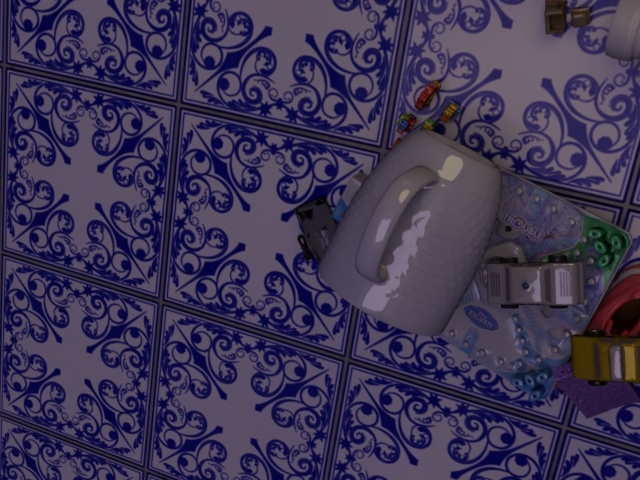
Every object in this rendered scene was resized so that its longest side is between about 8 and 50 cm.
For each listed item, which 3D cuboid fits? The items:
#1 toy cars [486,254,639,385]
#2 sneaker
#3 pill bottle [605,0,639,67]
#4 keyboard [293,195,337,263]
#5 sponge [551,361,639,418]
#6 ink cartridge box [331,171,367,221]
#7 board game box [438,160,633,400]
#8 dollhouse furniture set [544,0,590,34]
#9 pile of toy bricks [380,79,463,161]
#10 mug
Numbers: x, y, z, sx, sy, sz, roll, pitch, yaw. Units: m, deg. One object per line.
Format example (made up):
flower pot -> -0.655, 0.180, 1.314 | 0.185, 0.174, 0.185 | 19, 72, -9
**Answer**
toy cars -> 0.463, 0.147, 1.510 | 0.394, 0.087, 0.176 | 42, 111, 21
sneaker -> 0.547, 0.185, 1.619 | 0.116, 0.136, 0.313 | 35, 115, 10
pill bottle -> 0.653, -0.333, 1.403 | 0.302, 0.169, 0.169 | 23, 112, 24
keyboard -> 0.000, 0.000, 1.854 | 0.108, 0.023, 0.180 | -23, 94, 20
sponge -> 0.546, 0.286, 1.630 | 0.117, 0.031, 0.210 | -24, 138, 22
ink cartridge box -> 0.128, -0.052, 1.763 | 0.181, 0.061, 0.104 | 33, 115, 11
board game box -> 0.358, 0.070, 1.662 | 0.390, 0.050, 0.389 | 32, 115, 26
dollhouse furniture set -> 0.500, -0.469, 1.497 | 0.182, 0.101, 0.160 | 1, 130, 21
pile of toy bricks -> 0.200, -0.207, 1.666 | 0.118, 0.105, 0.212 | 37, 115, 8
mug -> 0.168, -0.027, 1.520 | 0.276, 0.374, 0.328 | 32, 105, 19
